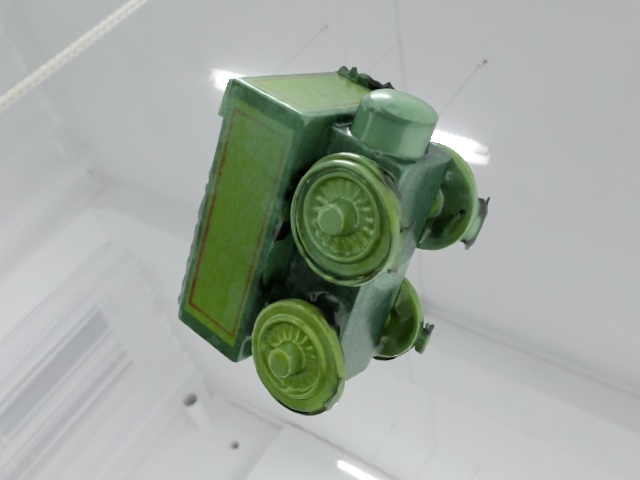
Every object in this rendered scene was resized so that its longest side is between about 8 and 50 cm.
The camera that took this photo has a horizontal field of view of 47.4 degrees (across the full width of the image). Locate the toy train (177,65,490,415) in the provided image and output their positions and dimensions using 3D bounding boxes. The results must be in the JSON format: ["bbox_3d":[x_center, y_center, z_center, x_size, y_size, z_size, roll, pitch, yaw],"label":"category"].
[{"bbox_3d":[0.000,0.000,0.572,0.188,0.159,0.271,34,-59,27],"label":"toy train"}]
